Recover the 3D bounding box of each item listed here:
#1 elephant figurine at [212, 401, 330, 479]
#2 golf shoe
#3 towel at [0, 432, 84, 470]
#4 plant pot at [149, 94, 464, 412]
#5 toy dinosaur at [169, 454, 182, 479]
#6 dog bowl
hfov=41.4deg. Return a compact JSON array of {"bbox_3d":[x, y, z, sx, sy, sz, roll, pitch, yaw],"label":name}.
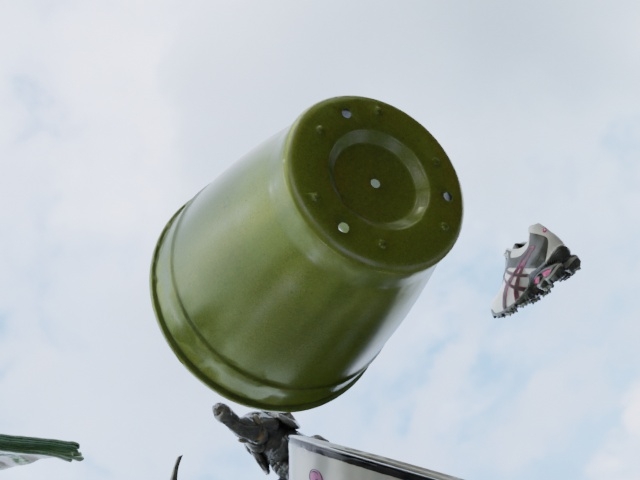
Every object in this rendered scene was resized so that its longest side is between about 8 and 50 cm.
[{"bbox_3d":[-0.102,0.419,1.800,0.169,0.239,0.186,-40,-21,-38],"label":"elephant figurine"},{"bbox_3d":[0.415,0.066,1.711,0.105,0.120,0.273,-22,-19,-31],"label":"golf shoe"},{"bbox_3d":[-0.559,0.329,1.310,0.248,0.325,0.038,24,-120,-46],"label":"towel"},{"bbox_3d":[0.000,0.000,1.115,0.367,0.353,0.366,12,-121,-21],"label":"plant pot"},{"bbox_3d":[-0.316,0.533,1.560,0.118,0.268,0.064,-15,-43,19],"label":"toy dinosaur"},{"bbox_3d":[0.128,0.428,1.321,0.408,0.408,0.150,22,-103,-34],"label":"dog bowl"}]
